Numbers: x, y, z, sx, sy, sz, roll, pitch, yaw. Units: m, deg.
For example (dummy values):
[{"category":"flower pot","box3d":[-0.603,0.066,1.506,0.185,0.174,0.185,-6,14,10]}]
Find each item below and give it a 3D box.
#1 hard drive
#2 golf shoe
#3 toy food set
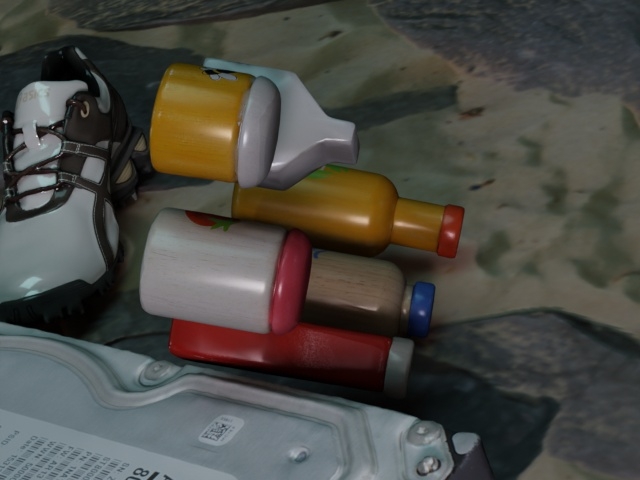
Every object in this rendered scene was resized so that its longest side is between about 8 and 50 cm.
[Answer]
[{"category":"hard drive","box3d":[-0.129,0.131,0.613,0.339,0.064,0.237,10,41,42]},{"category":"golf shoe","box3d":[-0.146,-0.031,0.870,0.077,0.094,0.198,-13,31,11]},{"category":"toy food set","box3d":[0.000,0.000,0.658,0.105,0.111,0.232,10,-9,6]}]
